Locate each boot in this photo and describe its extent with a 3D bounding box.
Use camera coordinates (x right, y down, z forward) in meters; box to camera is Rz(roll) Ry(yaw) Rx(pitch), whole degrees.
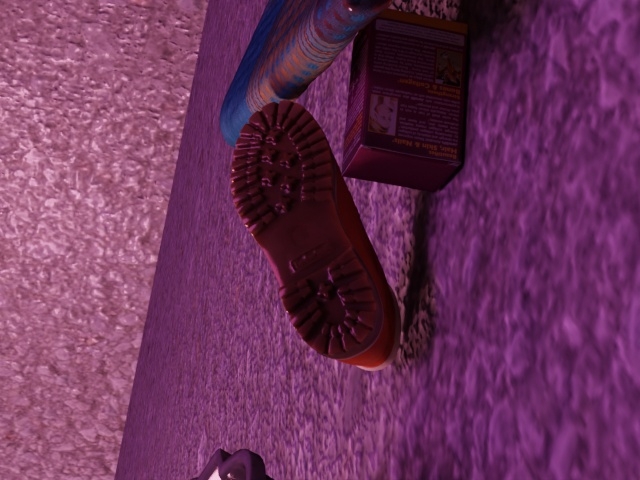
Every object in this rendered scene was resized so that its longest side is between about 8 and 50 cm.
[{"bbox_3d":[0.000,0.000,0.717,0.084,0.059,0.158,38,-150,-63],"label":"boot"}]

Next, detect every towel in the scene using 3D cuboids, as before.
[{"bbox_3d":[0.028,-0.199,0.764,0.271,0.040,0.370,-68,10,-10],"label":"towel"}]

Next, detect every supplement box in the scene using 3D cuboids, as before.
[{"bbox_3d":[0.044,-0.074,0.684,0.043,0.055,0.083,127,152,-66],"label":"supplement box"}]

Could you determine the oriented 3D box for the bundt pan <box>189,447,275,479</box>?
[{"bbox_3d":[-0.051,0.266,0.576,0.331,0.124,0.331,-59,11,19],"label":"bundt pan"}]
